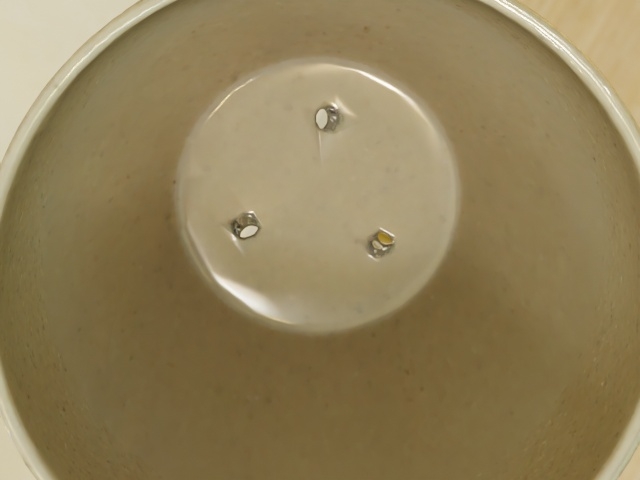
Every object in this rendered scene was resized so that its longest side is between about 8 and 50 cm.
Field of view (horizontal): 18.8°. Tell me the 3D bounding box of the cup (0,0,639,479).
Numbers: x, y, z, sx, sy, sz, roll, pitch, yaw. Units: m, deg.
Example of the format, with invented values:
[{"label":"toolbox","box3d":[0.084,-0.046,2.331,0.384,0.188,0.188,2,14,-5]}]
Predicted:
[{"label":"cup","box3d":[0.000,0.000,1.018,0.331,0.331,0.237,-59,9,12]}]
